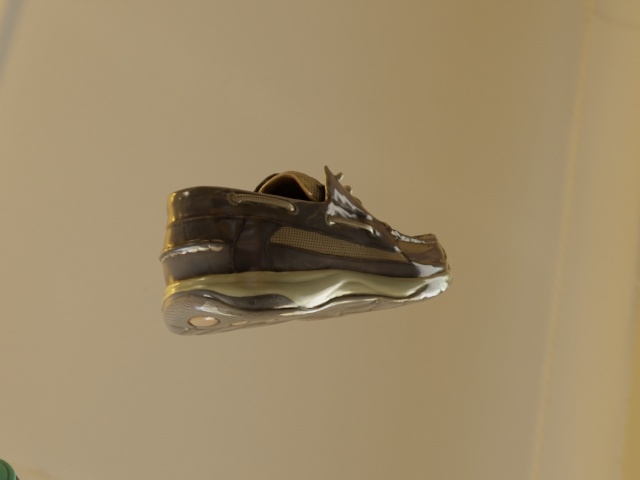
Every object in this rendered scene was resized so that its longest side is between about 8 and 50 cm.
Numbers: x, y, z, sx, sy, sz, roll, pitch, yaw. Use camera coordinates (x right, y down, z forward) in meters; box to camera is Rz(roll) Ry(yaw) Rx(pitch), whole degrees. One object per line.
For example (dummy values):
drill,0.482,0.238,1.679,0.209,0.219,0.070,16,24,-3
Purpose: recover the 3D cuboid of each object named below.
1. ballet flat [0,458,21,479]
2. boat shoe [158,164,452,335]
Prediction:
ballet flat,-0.265,0.228,0.865,0.316,0.107,0.106,-41,-40,-58
boat shoe,0.000,0.000,1.330,0.355,0.132,0.130,-3,-97,-58
